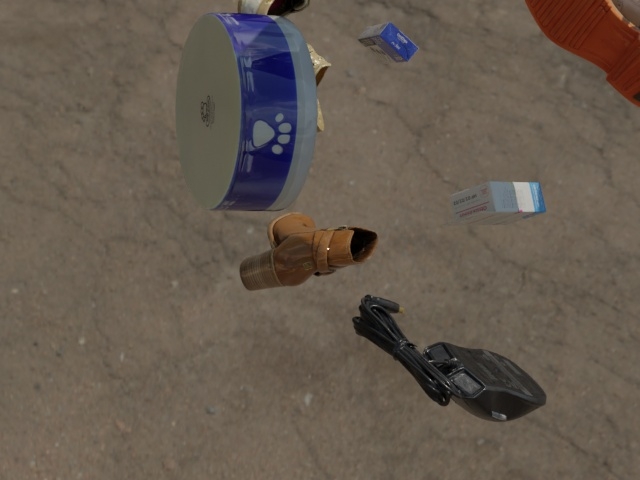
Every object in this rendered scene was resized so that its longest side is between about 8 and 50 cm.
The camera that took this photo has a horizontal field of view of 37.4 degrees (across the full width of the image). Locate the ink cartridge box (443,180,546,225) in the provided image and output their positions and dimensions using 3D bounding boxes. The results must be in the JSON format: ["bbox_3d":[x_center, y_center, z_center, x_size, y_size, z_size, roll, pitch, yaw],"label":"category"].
[{"bbox_3d":[0.317,-0.068,1.753,0.181,0.104,0.061,-2,77,-39],"label":"ink cartridge box"}]

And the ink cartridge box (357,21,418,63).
[{"bbox_3d":[0.164,-0.486,2.336,0.097,0.046,0.207,40,-1,-16],"label":"ink cartridge box"}]

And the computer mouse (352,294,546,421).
[{"bbox_3d":[0.140,0.143,1.093,0.262,0.060,0.184,15,23,-50],"label":"computer mouse"}]

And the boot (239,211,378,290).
[{"bbox_3d":[0.000,0.000,1.717,0.220,0.109,0.283,-14,10,24],"label":"boot"}]

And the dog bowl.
[{"bbox_3d":[-0.106,-0.170,1.269,0.104,0.264,0.264,-2,46,-27],"label":"dog bowl"}]

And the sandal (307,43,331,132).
[{"bbox_3d":[-0.010,-0.358,2.055,0.079,0.239,0.088,-14,4,17],"label":"sandal"}]

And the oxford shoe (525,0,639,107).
[{"bbox_3d":[0.471,-0.371,1.569,0.363,0.130,0.133,48,50,5],"label":"oxford shoe"}]

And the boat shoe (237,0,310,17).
[{"bbox_3d":[-0.043,-0.354,1.368,0.059,0.063,0.170,31,56,29],"label":"boat shoe"}]
